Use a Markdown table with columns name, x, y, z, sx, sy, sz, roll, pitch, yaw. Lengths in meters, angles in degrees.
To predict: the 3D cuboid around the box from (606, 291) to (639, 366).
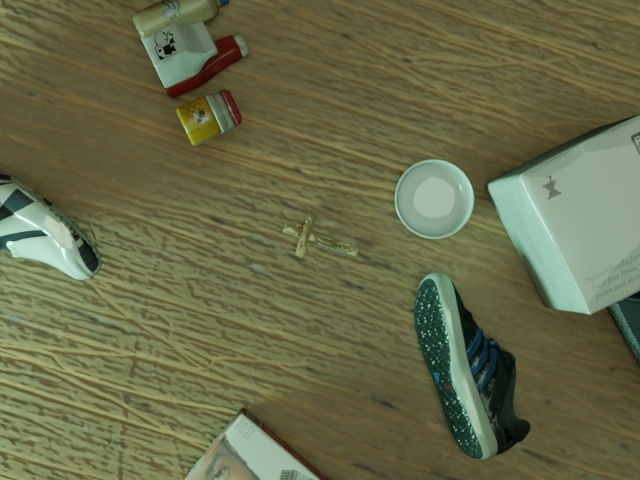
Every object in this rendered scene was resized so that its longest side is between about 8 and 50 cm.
| name | x | y | z | sx | sy | sz | roll | pitch | yaw |
| --- | --- | --- | --- | --- | --- | --- | --- | --- | --- |
| box | 0.406 | 0.078 | 1.281 | 0.165 | 0.270 | 0.143 | -30 | 92 | -4 |

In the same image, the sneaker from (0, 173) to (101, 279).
| name | x | y | z | sx | sy | sz | roll | pitch | yaw |
| --- | --- | --- | --- | --- | --- | --- | --- | --- | --- |
| sneaker | -0.348 | 0.002 | 1.323 | 0.235 | 0.094 | 0.153 | 37 | 89 | -3 |

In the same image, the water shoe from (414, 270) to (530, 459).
| name | x | y | z | sx | sy | sz | roll | pitch | yaw |
| --- | --- | --- | --- | --- | --- | --- | --- | --- | --- |
| water shoe | 0.158 | 0.124 | 1.376 | 0.080 | 0.073 | 0.203 | -18 | 95 | -25 |

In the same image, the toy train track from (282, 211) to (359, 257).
| name | x | y | z | sx | sy | sz | roll | pitch | yaw |
| --- | --- | --- | --- | --- | --- | --- | --- | --- | --- |
| toy train track | 0.000 | 0.000 | 1.385 | 0.083 | 0.014 | 0.048 | 19 | 82 | -9 |

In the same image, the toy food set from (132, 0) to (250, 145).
| name | x | y | z | sx | sy | sz | roll | pitch | yaw |
| --- | --- | --- | --- | --- | --- | --- | --- | --- | --- |
| toy food set | -0.119 | -0.196 | 1.320 | 0.105 | 0.111 | 0.232 | -26 | 60 | -3 |

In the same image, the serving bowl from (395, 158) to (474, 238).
| name | x | y | z | sx | sy | sz | roll | pitch | yaw |
| --- | --- | --- | --- | --- | --- | --- | --- | --- | --- |
| serving bowl | 0.118 | -0.043 | 1.384 | 0.083 | 0.027 | 0.083 | 0 | 90 | -3 |

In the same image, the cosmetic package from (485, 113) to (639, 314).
| name | x | y | z | sx | sy | sz | roll | pitch | yaw |
| --- | --- | --- | --- | --- | --- | --- | --- | --- | --- |
| cosmetic package | 0.277 | -0.027 | 1.317 | 0.151 | 0.184 | 0.151 | -27 | 91 | -3 |

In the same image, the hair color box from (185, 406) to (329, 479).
| name | x | y | z | sx | sy | sz | roll | pitch | yaw |
| --- | --- | --- | --- | --- | --- | --- | --- | --- | --- |
| hair color box | -0.047 | 0.263 | 1.361 | 0.167 | 0.053 | 0.093 | 40 | 88 | -2 |
